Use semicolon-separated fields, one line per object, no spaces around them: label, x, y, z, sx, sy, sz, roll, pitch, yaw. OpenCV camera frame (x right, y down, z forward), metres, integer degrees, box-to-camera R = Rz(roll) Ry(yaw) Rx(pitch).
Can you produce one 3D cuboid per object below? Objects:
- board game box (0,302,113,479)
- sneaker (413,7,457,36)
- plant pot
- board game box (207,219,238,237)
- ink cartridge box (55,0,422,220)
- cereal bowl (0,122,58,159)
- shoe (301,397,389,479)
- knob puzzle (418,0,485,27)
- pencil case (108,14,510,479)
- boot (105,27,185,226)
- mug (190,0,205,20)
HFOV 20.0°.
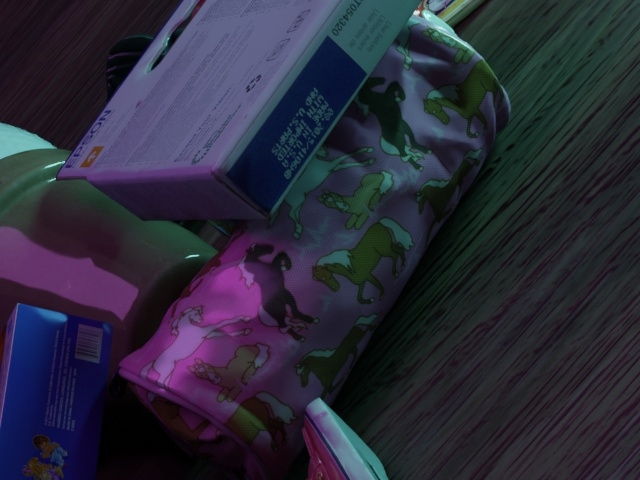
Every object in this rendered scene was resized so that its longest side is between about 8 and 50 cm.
board game box;-0.241;0.256;1.364;0.233;0.078;0.347;127;151;-51
sneaker;0.004;-0.137;1.642;0.279;0.118;0.107;-32;29;35
plant pot;-0.181;0.061;1.561;0.229;0.263;0.263;12;64;44
board game box;-0.093;-0.041;1.651;0.035;0.136;0.201;-52;24;-6
ink cartridge box;-0.043;-0.158;1.449;0.324;0.071;0.330;-56;22;-15
cereal bowl;-0.304;0.061;1.749;0.339;0.141;0.339;16;-90;-79
shoe;0.005;0.179;1.256;0.081;0.063;0.178;-43;29;3
knob puzzle;0.095;-0.246;1.751;0.213;0.030;0.213;-39;26;24
pencil case;0.000;0.000;1.415;0.167;0.160;0.386;25;74;29
boot;-0.166;-0.100;1.903;0.207;0.094;0.247;-33;-57;-79
mug;-0.051;-0.234;1.850;0.169;0.150;0.113;-8;45;50
